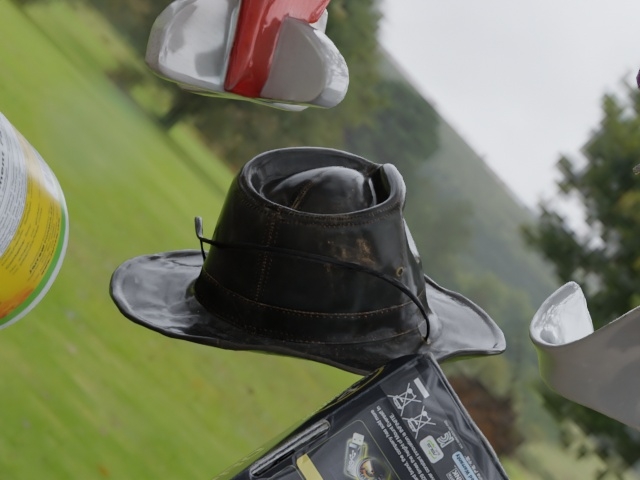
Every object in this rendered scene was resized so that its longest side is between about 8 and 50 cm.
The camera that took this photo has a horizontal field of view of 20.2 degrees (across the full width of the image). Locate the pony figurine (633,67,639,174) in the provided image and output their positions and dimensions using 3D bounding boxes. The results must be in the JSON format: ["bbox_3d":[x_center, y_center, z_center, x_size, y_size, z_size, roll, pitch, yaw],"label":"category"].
[{"bbox_3d":[0.324,-0.217,1.061,0.303,0.363,0.351,-23,98,-67],"label":"pony figurine"}]

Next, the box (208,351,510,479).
[{"bbox_3d":[0.030,0.311,1.023,0.395,0.318,0.097,57,-17,1],"label":"box"}]

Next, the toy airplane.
[{"bbox_3d":[-0.038,-0.287,1.340,0.272,0.386,0.384,38,29,-38],"label":"toy airplane"}]

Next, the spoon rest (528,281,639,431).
[{"bbox_3d":[0.233,0.090,1.266,0.276,0.084,0.137,15,-53,62],"label":"spoon rest"}]

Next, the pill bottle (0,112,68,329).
[{"bbox_3d":[-0.236,-0.033,1.006,0.136,0.136,0.246,48,-4,16],"label":"pill bottle"}]

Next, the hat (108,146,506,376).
[{"bbox_3d":[0.000,0.000,1.399,0.331,0.134,0.331,8,12,-2],"label":"hat"}]
